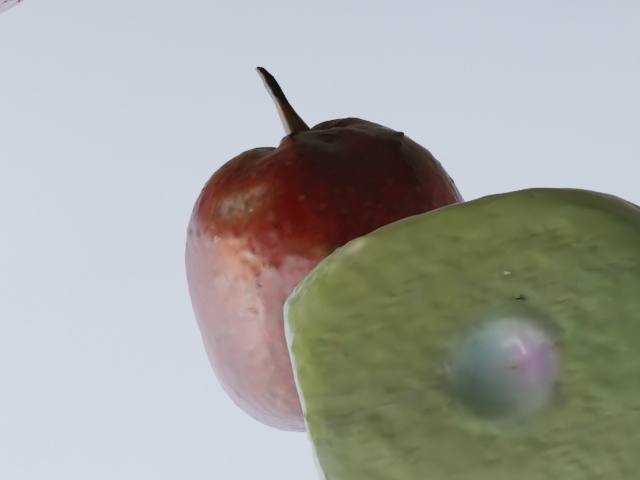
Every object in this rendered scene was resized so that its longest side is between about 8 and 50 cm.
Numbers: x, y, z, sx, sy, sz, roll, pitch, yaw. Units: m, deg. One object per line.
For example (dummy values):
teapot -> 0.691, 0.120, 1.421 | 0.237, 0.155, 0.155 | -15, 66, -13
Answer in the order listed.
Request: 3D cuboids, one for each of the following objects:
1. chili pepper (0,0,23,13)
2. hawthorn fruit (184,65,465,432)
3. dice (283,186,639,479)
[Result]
chili pepper -> -0.256, -0.200, 1.070 | 0.251, 0.229, 0.305 | -29, 170, 4
hawthorn fruit -> 0.000, 0.000, 1.582 | 0.254, 0.300, 0.254 | -22, 179, -1
dice -> 0.124, 0.130, 1.215 | 0.254, 0.252, 0.250 | -15, 153, 3
